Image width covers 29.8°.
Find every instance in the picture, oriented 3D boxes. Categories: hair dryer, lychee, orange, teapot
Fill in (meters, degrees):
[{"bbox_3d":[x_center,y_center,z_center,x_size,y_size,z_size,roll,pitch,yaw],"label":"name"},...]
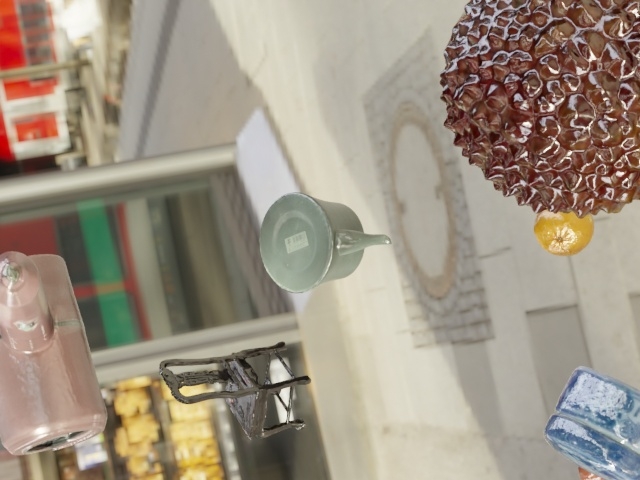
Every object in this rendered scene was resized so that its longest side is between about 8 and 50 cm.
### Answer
[{"bbox_3d":[-0.316,0.103,1.292,0.352,0.125,0.210,115,138,-71],"label":"hair dryer"},{"bbox_3d":[0.279,-0.165,1.251,0.330,0.306,0.306,-110,13,-67],"label":"lychee"},{"bbox_3d":[0.340,-0.019,1.682,0.070,0.083,0.083,-39,-52,-57],"label":"orange"},{"bbox_3d":[0.000,0.000,1.989,0.239,0.149,0.162,-2,92,43],"label":"teapot"}]

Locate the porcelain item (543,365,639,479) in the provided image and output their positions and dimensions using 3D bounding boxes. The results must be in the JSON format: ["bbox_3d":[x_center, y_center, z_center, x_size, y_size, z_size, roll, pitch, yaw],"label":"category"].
[{"bbox_3d":[0.362,0.239,1.506,0.114,0.147,0.147,-62,10,-7],"label":"porcelain item"}]

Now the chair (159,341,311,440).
[{"bbox_3d":[-0.139,0.238,1.863,0.106,0.229,0.113,49,138,47],"label":"chair"}]

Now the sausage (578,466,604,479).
[{"bbox_3d":[0.489,0.359,2.036,0.141,0.076,0.076,-64,28,22],"label":"sausage"}]
